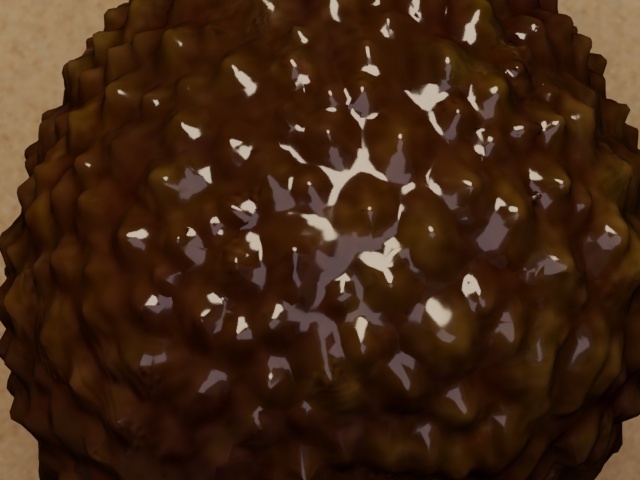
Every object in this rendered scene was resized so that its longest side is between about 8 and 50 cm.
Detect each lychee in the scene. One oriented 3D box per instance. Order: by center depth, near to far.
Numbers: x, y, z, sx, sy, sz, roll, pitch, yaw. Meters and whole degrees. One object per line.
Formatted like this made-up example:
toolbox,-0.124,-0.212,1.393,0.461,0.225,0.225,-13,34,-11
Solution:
lychee,0.000,0.000,0.498,0.267,0.267,0.267,0,98,-2
